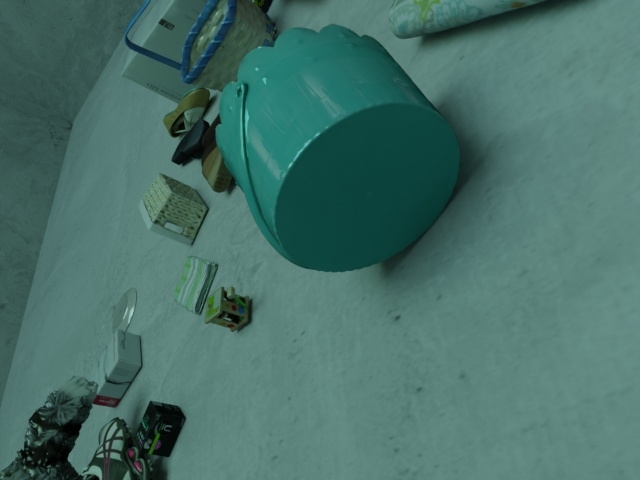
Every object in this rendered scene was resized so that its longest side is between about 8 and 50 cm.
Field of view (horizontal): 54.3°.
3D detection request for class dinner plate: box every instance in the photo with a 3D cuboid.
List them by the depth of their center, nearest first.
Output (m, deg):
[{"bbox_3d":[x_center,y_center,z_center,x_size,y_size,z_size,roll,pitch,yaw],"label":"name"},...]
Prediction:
[{"bbox_3d":[-0.531,0.193,1.674,0.141,0.017,0.141,-32,46,42],"label":"dinner plate"}]

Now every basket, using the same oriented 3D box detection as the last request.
[{"bbox_3d":[-0.271,-0.482,1.434,0.254,0.288,0.201,-41,45,32],"label":"basket"},{"bbox_3d":[-0.349,-0.078,1.473,0.103,0.113,0.167,-60,32,8],"label":"basket"}]

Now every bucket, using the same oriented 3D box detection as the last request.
[{"bbox_3d":[0.022,-0.106,0.776,0.281,0.281,0.183,-53,42,22],"label":"bucket"}]

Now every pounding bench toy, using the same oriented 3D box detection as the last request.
[{"bbox_3d":[-0.152,0.116,1.093,0.083,0.065,0.052,-38,41,40],"label":"pounding bench toy"}]

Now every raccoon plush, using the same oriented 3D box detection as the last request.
[{"bbox_3d":[-0.536,0.548,1.287,0.447,0.216,0.299,-58,-16,-34],"label":"raccoon plush"}]

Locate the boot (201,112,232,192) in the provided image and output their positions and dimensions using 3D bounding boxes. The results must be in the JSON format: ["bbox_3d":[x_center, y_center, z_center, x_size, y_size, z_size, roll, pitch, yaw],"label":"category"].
[{"bbox_3d":[-0.197,-0.248,1.366,0.248,0.090,0.207,-53,36,29],"label":"boot"}]

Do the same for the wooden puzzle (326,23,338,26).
[{"bbox_3d":[-0.005,-0.243,1.125,0.221,0.044,0.239,-46,42,31],"label":"wooden puzzle"}]

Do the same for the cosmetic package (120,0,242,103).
[{"bbox_3d":[-0.363,-0.559,1.703,0.385,0.217,0.156,-34,45,45],"label":"cosmetic package"}]

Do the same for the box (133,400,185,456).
[{"bbox_3d":[-0.305,0.356,1.178,0.052,0.062,0.083,26,93,58],"label":"box"}]

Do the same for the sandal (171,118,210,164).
[{"bbox_3d":[-0.323,-0.249,1.610,0.254,0.054,0.097,-5,59,66],"label":"sandal"}]

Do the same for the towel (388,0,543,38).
[{"bbox_3d":[0.255,-0.463,0.820,0.320,0.090,0.375,8,78,61],"label":"towel"}]

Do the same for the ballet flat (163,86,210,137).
[{"bbox_3d":[-0.361,-0.346,1.719,0.232,0.080,0.073,-20,82,54],"label":"ballet flat"}]

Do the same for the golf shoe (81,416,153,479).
[{"bbox_3d":[-0.414,0.431,1.221,0.272,0.120,0.105,9,113,60],"label":"golf shoe"}]

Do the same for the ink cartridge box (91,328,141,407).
[{"bbox_3d":[-0.489,0.306,1.492,0.151,0.063,0.109,-54,34,21],"label":"ink cartridge box"}]

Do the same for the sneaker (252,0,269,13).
[{"bbox_3d":[-0.141,-0.633,1.563,0.144,0.053,0.059,-60,30,10],"label":"sneaker"}]

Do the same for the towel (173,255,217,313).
[{"bbox_3d":[-0.275,0.091,1.338,0.152,0.023,0.113,11,79,59],"label":"towel"}]
